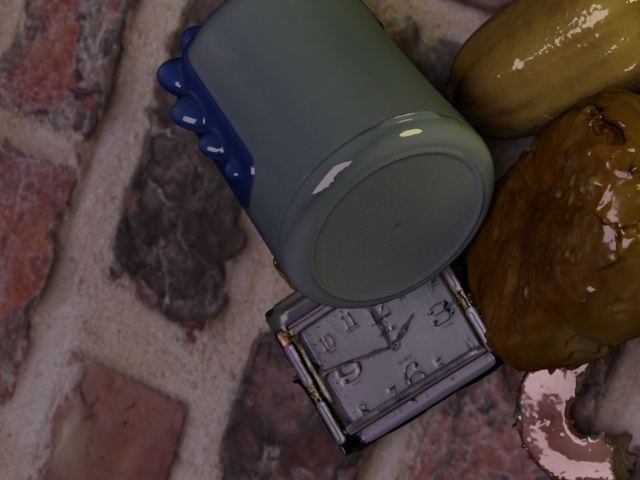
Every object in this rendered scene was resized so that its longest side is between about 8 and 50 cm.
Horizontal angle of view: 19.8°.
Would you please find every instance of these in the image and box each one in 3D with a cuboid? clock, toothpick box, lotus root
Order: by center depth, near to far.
[{"bbox_3d":[0.256,-0.196,1.851,0.303,0.131,0.146,-28,106,26],"label":"lotus root"},{"bbox_3d":[-0.014,-0.123,1.885,0.263,0.263,0.354,-52,48,20],"label":"toothpick box"},{"bbox_3d":[0.077,0.099,1.990,0.253,0.083,0.186,-33,81,24],"label":"clock"}]

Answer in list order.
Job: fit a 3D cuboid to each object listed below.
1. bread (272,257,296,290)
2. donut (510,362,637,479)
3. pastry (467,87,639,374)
[{"bbox_3d":[0.000,0.000,2.029,0.110,0.060,0.066,-43,36,22],"label":"bread"},{"bbox_3d":[0.259,0.188,1.923,0.117,0.065,0.166,-12,89,24],"label":"donut"},{"bbox_3d":[0.268,-0.002,1.797,0.311,0.162,0.255,132,145,-58],"label":"pastry"}]
